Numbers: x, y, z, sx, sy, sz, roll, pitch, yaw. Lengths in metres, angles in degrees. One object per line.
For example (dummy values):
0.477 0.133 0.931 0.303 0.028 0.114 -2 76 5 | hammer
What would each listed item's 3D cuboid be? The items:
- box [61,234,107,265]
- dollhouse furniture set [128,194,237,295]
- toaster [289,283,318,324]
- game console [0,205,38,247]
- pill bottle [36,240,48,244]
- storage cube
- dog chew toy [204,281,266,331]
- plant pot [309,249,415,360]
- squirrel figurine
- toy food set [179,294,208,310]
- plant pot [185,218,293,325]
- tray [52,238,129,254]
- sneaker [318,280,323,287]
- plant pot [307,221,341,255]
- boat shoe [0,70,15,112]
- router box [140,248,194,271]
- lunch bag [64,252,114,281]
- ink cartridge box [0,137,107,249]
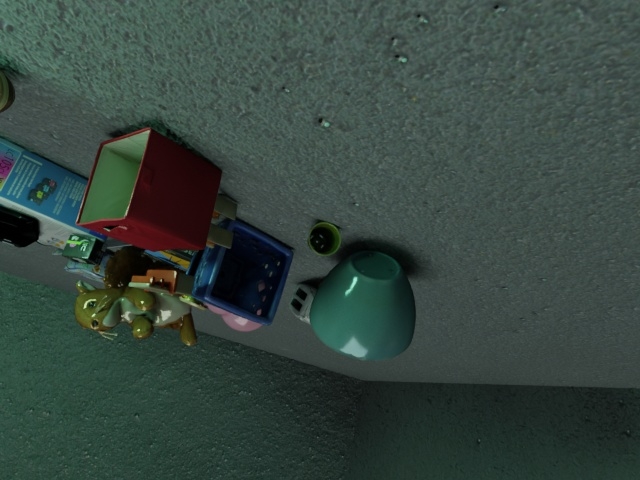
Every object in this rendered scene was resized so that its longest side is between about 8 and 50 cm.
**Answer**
-0.618 0.026 1.206 0.083 0.062 0.052 6 157 13 | box
-0.362 -0.001 1.121 0.262 0.259 0.135 -1 164 28 | dollhouse furniture set
-0.015 0.232 1.624 0.146 0.129 0.227 27 180 -21 | toaster
-0.908 -0.076 1.158 0.361 0.044 0.213 24 154 -24 | game console
-0.863 -0.045 1.489 0.219 0.123 0.123 -4 152 38 | pill bottle
-0.350 -0.094 0.962 0.183 0.215 0.193 -4 159 35 | storage cube
-0.325 0.189 1.653 0.206 0.207 0.332 -9 141 44 | dog chew toy
0.127 0.142 1.219 0.290 0.290 0.195 12 121 4 | plant pot
-0.668 0.200 1.644 0.370 0.281 0.397 -9 -149 -22 | squirrel figurine
-0.344 0.169 1.254 0.082 0.020 0.083 7 158 46 | toy food set
-0.252 0.094 1.330 0.236 0.236 0.212 31 158 -37 | plant pot
-0.739 0.016 1.531 0.270 0.030 0.145 -9 -176 -33 | tray
0.122 0.190 1.518 0.262 0.099 0.121 8 162 16 | sneaker
0.000 0.000 1.162 0.083 0.083 0.079 19 169 -14 | plant pot
-0.700 -0.278 0.878 0.342 0.123 0.123 0 -175 18 | boat shoe
-0.454 0.043 1.451 0.179 0.046 0.133 29 149 -35 | router box
-0.906 0.124 1.942 0.243 0.115 0.303 -3 154 40 | lunch bag
-0.736 -0.090 1.267 0.395 0.151 0.270 33 151 -35 | ink cartridge box
